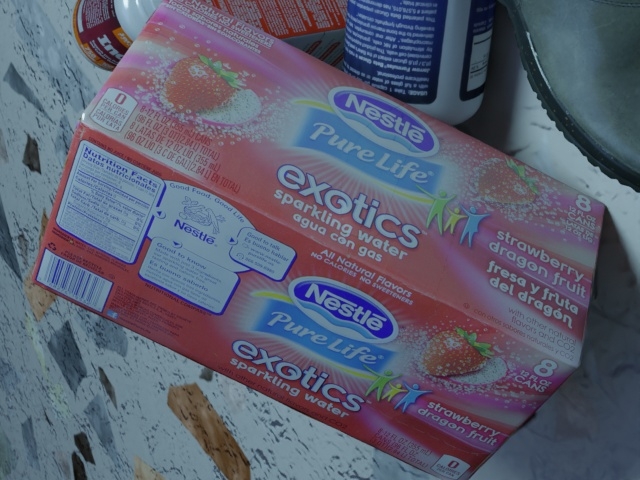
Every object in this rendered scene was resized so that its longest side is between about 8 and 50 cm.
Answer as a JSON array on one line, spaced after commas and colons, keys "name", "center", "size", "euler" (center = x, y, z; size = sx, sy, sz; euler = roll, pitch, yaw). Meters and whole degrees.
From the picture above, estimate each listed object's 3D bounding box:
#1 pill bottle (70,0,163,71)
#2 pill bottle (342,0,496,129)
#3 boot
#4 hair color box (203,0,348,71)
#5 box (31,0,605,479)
[{"name": "pill bottle", "center": [-0.158, -0.205, 1.021], "size": [0.152, 0.086, 0.086], "euler": [-6, 98, 56]}, {"name": "pill bottle", "center": [0.062, -0.128, 0.730], "size": [0.094, 0.094, 0.169], "euler": [33, 128, 44]}, {"name": "boot", "center": [0.155, -0.145, 0.563], "size": [0.246, 0.083, 0.161], "euler": [56, 153, 15]}, {"name": "hair color box", "center": [-0.034, -0.143, 0.795], "size": [0.093, 0.167, 0.053], "euler": [-36, 73, 54]}, {"name": "box", "center": [0.000, 0.000, 0.690], "size": [0.300, 0.142, 0.154], "euler": [26, 137, -4]}]
